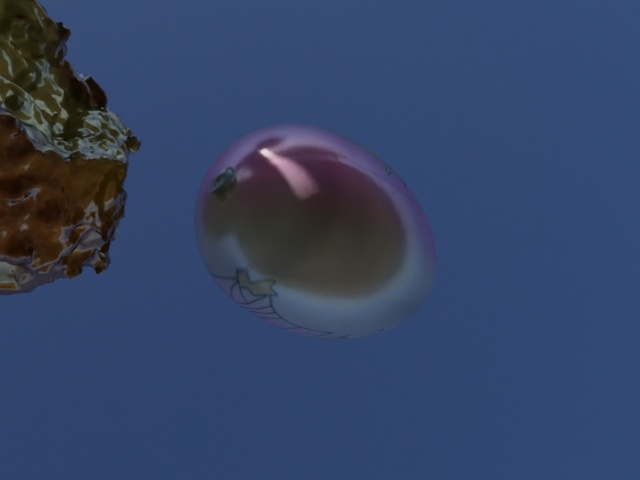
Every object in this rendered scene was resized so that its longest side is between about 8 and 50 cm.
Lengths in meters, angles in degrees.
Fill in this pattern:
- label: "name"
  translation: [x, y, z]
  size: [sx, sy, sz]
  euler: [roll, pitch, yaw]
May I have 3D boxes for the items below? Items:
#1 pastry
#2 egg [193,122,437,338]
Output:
- label: "pastry"
  translation: [-0.372, -0.104, 1.026]
  size: [0.337, 0.292, 0.405]
  euler: [-27, -55, 16]
- label: "egg"
  translation: [0.000, 0.000, 1.123]
  size: [0.271, 0.196, 0.196]
  euler: [46, -114, -49]
